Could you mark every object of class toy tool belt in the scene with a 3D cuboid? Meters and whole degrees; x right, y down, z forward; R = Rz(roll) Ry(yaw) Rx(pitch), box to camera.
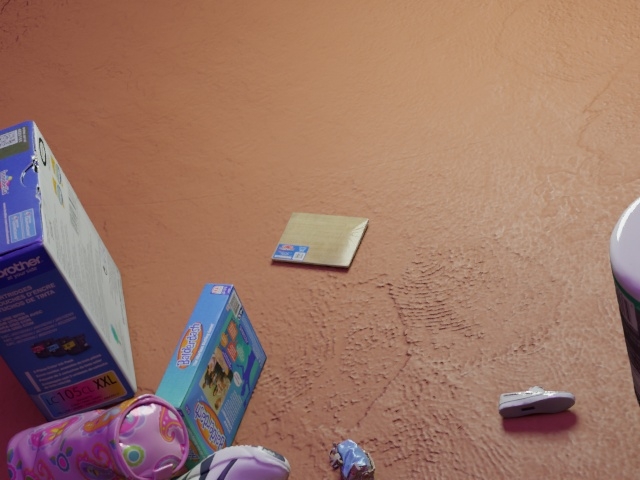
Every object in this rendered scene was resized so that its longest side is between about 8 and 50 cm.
[{"bbox_3d":[0.037,0.281,1.996,0.052,0.051,0.083,-28,44,-8],"label":"toy tool belt"}]

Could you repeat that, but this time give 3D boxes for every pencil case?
[{"bbox_3d":[-0.293,0.279,2.000,0.284,0.124,0.124,-21,34,45],"label":"pencil case"}]

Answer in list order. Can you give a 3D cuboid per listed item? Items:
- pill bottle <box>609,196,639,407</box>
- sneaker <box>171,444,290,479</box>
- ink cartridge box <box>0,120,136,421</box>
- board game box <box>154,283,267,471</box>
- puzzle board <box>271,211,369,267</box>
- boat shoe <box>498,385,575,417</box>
[{"bbox_3d":[0.455,0.115,1.778,0.204,0.361,0.204,-11,45,11],"label":"pill bottle"},{"bbox_3d":[-0.147,0.358,1.961,0.235,0.094,0.153,-13,45,9],"label":"sneaker"},{"bbox_3d":[-0.406,0.025,2.165,0.151,0.395,0.270,-19,43,2],"label":"ink cartridge box"},{"bbox_3d":[-0.147,0.188,2.079,0.047,0.160,0.210,2,47,23],"label":"board game box"},{"bbox_3d":[0.000,0.000,2.317,0.128,0.011,0.096,5,50,25],"label":"puzzle board"},{"bbox_3d":[0.279,0.204,1.996,0.100,0.035,0.035,-13,46,18],"label":"boat shoe"}]
